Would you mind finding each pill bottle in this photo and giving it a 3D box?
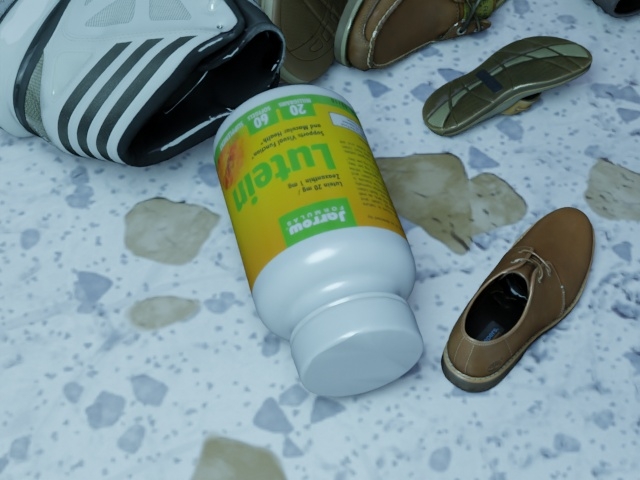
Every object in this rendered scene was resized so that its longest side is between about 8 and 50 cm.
[{"bbox_3d":[0.000,0.000,0.877,0.136,0.136,0.245,-12,56,-10],"label":"pill bottle"}]

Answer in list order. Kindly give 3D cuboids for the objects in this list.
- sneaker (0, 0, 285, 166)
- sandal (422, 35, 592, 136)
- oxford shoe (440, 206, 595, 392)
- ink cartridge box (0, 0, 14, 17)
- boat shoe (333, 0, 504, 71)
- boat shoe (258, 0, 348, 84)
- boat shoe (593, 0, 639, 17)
[{"bbox_3d":[-0.099,-0.255,0.977,0.258,0.169,0.447,23,79,28],"label":"sneaker"},{"bbox_3d":[0.186,-0.150,1.052,0.180,0.049,0.072,-29,53,-4],"label":"sandal"},{"bbox_3d":[0.181,0.036,0.897,0.076,0.076,0.212,29,57,20],"label":"oxford shoe"},{"bbox_3d":[-0.373,-0.224,0.923,0.131,0.306,0.226,24,57,15],"label":"ink cartridge box"},{"bbox_3d":[0.138,-0.269,1.092,0.104,0.110,0.307,32,60,21],"label":"boat shoe"},{"bbox_3d":[-0.046,-0.290,1.114,0.110,0.122,0.341,-19,49,28],"label":"boat shoe"},{"bbox_3d":[0.441,-0.317,1.142,0.356,0.132,0.130,-17,66,-3],"label":"boat shoe"}]
